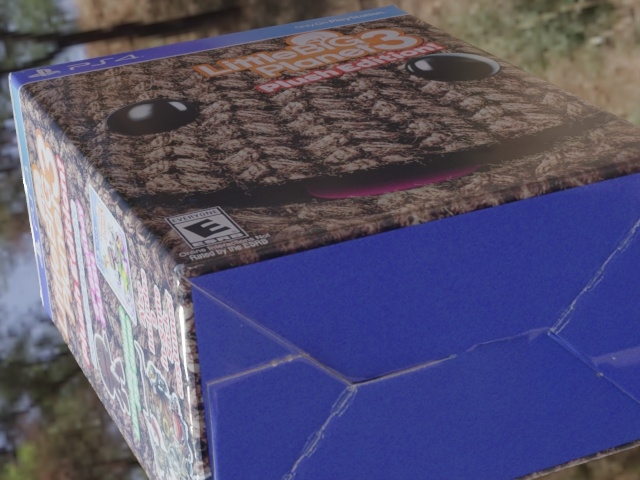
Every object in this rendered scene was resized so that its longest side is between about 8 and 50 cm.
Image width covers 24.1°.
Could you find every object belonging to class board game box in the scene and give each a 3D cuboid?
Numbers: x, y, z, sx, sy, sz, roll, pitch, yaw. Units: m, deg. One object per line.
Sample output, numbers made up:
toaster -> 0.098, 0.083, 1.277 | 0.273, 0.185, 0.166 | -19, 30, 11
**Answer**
board game box -> 0.000, 0.000, 0.732 | 0.291, 0.232, 0.141 | -140, 41, -58
